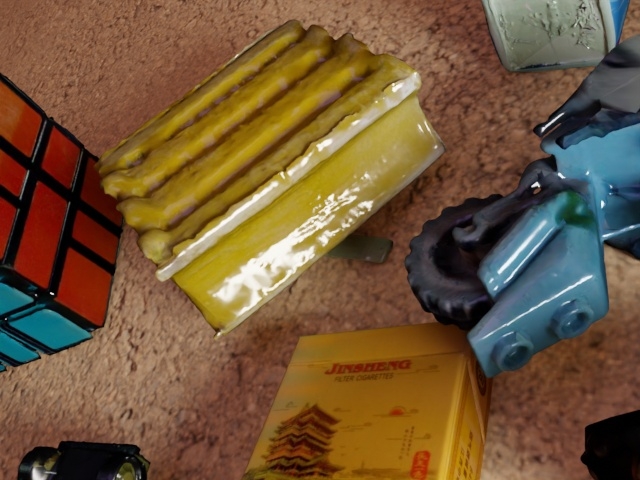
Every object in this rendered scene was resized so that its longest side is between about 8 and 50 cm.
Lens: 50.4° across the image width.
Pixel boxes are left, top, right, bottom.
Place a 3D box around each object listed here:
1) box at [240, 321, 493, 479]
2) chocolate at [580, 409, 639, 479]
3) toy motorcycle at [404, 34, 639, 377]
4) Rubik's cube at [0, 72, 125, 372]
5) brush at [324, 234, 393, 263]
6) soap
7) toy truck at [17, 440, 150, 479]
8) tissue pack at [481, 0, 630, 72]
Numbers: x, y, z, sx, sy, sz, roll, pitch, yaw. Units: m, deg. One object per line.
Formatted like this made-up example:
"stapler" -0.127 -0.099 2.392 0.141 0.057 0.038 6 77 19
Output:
"box" 0.030 0.190 0.531 0.174 0.076 0.274 -9 36 28
"chocolate" 0.273 0.168 0.375 0.224 0.206 0.177 -7 72 -16
"toy motorcycle" 0.271 -0.030 0.513 0.416 0.172 0.232 -28 39 2
"Rubik's cube" -0.474 -0.008 0.940 0.288 0.283 0.293 -21 46 19
"brush" 0.000 0.000 0.784 0.178 0.030 0.033 5 50 38
"soap" -0.074 -0.094 0.787 0.335 0.156 0.293 -41 37 -10
"toy truck" -0.240 0.320 0.634 0.127 0.127 0.257 -5 54 24
"tissue pack" 0.271 -0.350 0.746 0.146 0.198 0.263 7 62 35
